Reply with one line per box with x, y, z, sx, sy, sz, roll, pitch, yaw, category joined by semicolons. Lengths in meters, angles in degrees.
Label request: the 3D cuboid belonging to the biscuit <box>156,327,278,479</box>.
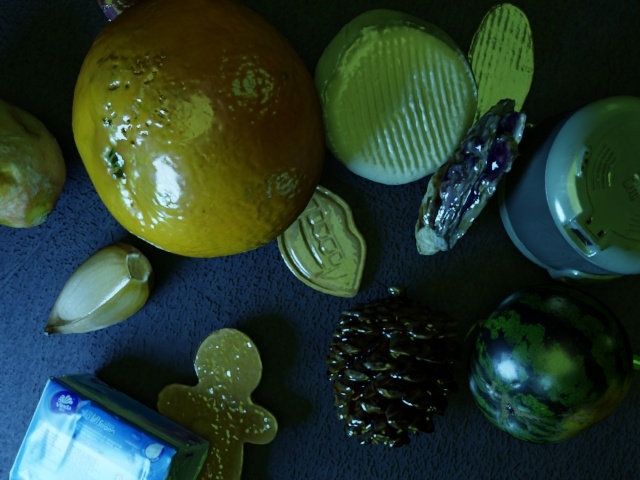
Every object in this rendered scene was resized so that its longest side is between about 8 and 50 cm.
-0.175;0.314;1.897;0.216;0.047;0.339;9;93;8;biscuit

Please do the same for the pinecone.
0.116;0.205;1.799;0.224;0.224;0.272;9;95;4;pinecone

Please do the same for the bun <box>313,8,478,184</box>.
0.115;-0.235;1.820;0.287;0.146;0.287;-4;109;-11;bun

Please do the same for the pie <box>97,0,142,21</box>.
-0.297;-0.437;1.907;0.182;0.049;0.182;0;93;0;pie

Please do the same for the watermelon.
0.362;0.191;1.757;0.269;0.269;0.269;0;90;4;watermelon

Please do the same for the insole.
0.290;-0.231;1.885;0.119;0.009;0.348;13;91;3;insole

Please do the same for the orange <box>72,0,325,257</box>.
-0.198;-0.169;1.724;0.424;0.326;0.424;21;128;30;orange

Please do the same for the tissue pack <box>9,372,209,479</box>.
-0.347;0.365;1.839;0.263;0.146;0.198;25;96;20;tissue pack

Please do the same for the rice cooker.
0.438;-0.075;1.744;0.288;0.277;0.288;1;86;-13;rice cooker

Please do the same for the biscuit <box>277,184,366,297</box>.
0.000;0.000;1.898;0.142;0.029;0.220;-22;89;4;biscuit

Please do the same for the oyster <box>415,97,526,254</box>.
0.240;-0.105;1.778;0.100;0.275;0.271;33;82;6;oyster

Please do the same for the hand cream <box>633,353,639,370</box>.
0.520;0.201;1.865;0.122;0.023;0.036;15;95;8;hand cream

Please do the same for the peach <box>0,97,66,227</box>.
-0.536;-0.123;1.850;0.235;0.214;0.214;39;93;-4;peach

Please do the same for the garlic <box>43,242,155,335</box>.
-0.365;0.091;1.887;0.207;0.128;0.115;-38;131;7;garlic
